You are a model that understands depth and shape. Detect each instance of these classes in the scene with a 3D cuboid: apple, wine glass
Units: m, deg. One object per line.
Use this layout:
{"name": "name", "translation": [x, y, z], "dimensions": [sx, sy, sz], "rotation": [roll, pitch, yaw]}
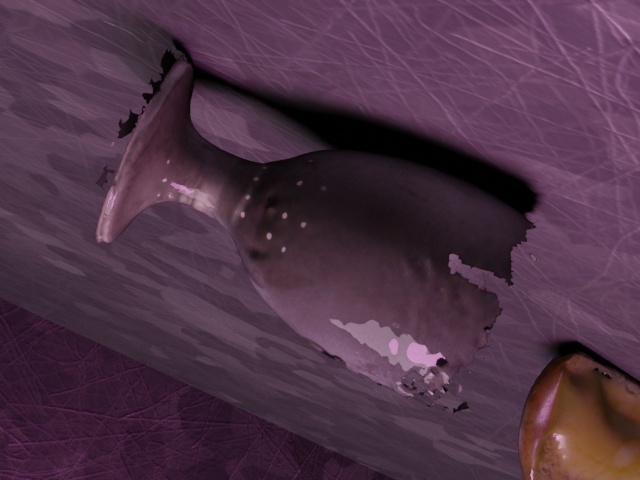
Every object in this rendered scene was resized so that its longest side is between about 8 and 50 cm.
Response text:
{"name": "apple", "translation": [0.297, 0.240, 1.778], "dimensions": [0.265, 0.193, 0.120], "rotation": [29, 175, -35]}
{"name": "wine glass", "translation": [0.000, -0.005, 1.323], "dimensions": [0.357, 0.190, 0.190], "rotation": [28, 166, 0]}
